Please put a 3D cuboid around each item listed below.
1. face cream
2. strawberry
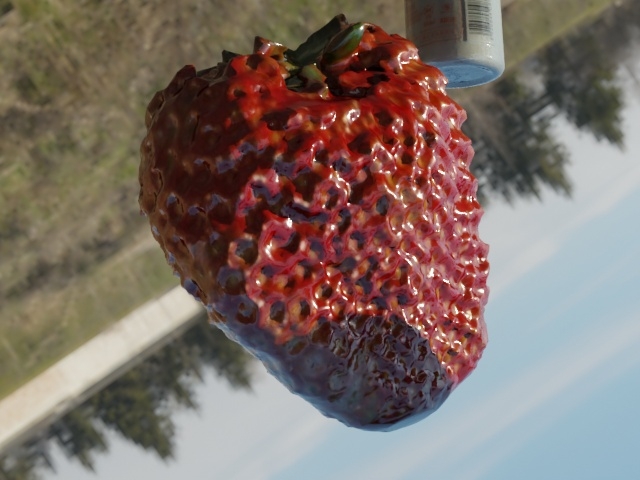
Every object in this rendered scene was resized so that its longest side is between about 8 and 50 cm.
[{"bbox_3d":[0.133,-0.289,1.484,0.101,0.252,0.101,-2,170,0],"label":"face cream"},{"bbox_3d":[0.000,0.000,1.221,0.312,0.351,0.267,-23,179,-43],"label":"strawberry"}]
